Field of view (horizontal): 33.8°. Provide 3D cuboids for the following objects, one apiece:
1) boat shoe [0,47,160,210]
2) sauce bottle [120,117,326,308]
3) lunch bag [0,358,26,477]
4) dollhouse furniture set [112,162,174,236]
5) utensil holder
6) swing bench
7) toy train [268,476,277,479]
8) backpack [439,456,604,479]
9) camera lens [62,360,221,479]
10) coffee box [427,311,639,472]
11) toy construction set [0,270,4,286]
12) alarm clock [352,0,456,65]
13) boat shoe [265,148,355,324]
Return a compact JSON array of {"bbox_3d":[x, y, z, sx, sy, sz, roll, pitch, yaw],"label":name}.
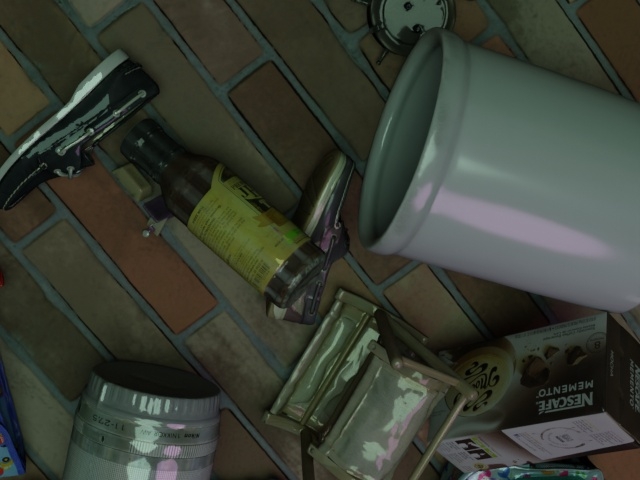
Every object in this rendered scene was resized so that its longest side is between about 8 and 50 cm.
[{"bbox_3d":[-0.364,-0.144,1.542,0.091,0.114,0.302,44,97,-6],"label":"boat shoe"},{"bbox_3d":[-0.148,-0.048,1.538,0.344,0.111,0.111,41,97,9],"label":"sauce bottle"},{"bbox_3d":[-0.593,0.270,1.624,0.221,0.138,0.293,-12,115,-3],"label":"lunch bag"},{"bbox_3d":[-0.265,-0.066,1.621,0.114,0.091,0.081,49,138,9],"label":"dollhouse furniture set"},{"bbox_3d":[0.286,-0.087,1.503,0.385,0.327,0.327,17,101,-10],"label":"utensil holder"},{"bbox_3d":[0.066,0.250,1.607,0.165,0.255,0.253,26,101,-26],"label":"swing bench"},{"bbox_3d":[-0.124,0.445,1.712,0.184,0.080,0.105,-8,97,-3],"label":"toy train"},{"bbox_3d":[0.316,0.444,1.698,0.253,0.191,0.225,7,103,-1],"label":"backpack"},{"bbox_3d":[-0.274,0.342,1.594,0.219,0.219,0.274,12,94,-7],"label":"camera lens"},{"bbox_3d":[0.320,0.232,1.570,0.297,0.168,0.119,-18,135,37],"label":"coffee box"},{"bbox_3d":[-0.548,0.009,1.500,0.151,0.215,0.328,1,89,-1],"label":"toy construction set"},{"bbox_3d":[0.154,-0.347,1.568,0.192,0.064,0.129,-24,103,-2],"label":"alarm clock"},{"bbox_3d":[0.000,0.000,1.614,0.092,0.103,0.285,18,104,-14],"label":"boat shoe"}]
